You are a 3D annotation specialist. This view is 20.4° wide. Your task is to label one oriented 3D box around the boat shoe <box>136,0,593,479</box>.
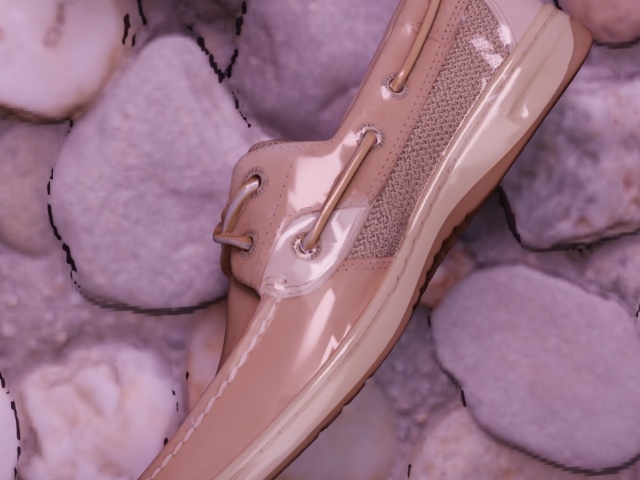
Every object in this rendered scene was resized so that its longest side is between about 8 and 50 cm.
[{"bbox_3d":[0.000,0.000,0.878,0.110,0.121,0.341,37,71,-1],"label":"boat shoe"}]
